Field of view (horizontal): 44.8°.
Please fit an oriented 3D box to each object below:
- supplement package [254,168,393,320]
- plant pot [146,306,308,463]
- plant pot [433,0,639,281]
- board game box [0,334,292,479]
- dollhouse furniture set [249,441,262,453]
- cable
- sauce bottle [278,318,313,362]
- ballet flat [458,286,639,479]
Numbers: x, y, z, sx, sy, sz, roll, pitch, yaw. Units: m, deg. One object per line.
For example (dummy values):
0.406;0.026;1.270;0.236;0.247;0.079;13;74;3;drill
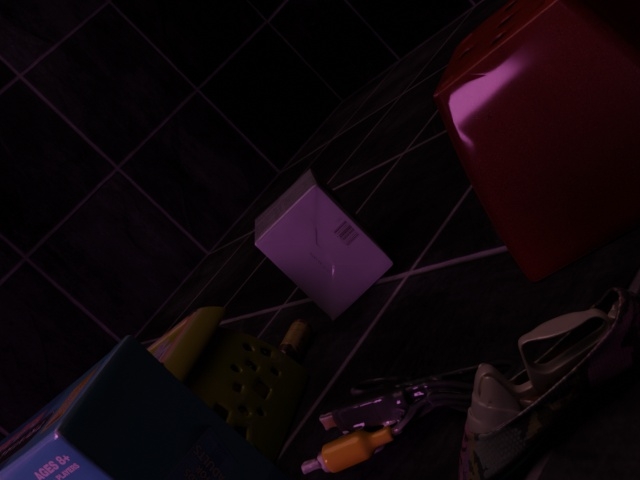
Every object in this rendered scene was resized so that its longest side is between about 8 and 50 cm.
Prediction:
0.000;0.000;1.380;0.149;0.194;0.203;-43;13;6;supplement package
-0.184;0.248;1.156;0.228;0.207;0.227;-37;14;31;plant pot
0.282;-0.164;0.882;0.267;0.236;0.267;-37;14;36;plant pot
-0.082;0.247;0.505;0.253;0.336;0.079;-37;15;36;board game box
-0.143;0.333;0.866;0.197;0.151;0.301;-46;12;-3;dollhouse furniture set
0.111;0.179;0.828;0.287;0.072;0.139;-22;6;33;cable
-0.051;0.187;1.304;0.042;0.042;0.128;-35;18;40;sauce bottle
0.184;0.118;0.656;0.221;0.079;0.077;-43;13;13;ballet flat
